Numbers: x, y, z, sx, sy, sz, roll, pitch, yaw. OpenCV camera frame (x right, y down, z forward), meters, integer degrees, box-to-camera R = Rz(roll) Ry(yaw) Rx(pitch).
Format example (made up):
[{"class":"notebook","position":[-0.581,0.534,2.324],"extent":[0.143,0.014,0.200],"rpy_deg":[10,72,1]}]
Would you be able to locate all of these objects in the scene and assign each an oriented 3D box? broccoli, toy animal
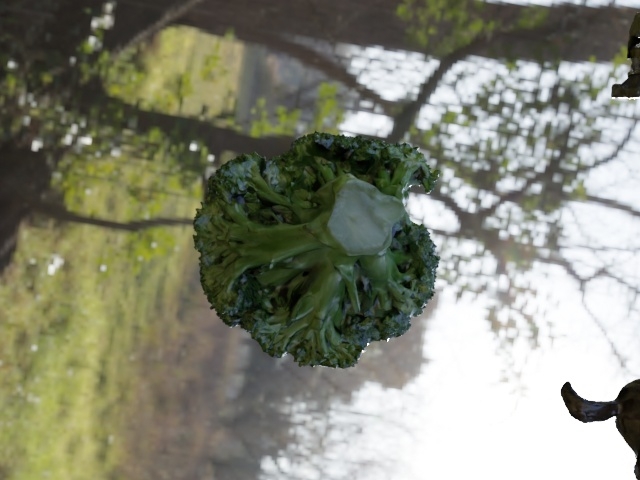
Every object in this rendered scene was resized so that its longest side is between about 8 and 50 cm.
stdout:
[{"class":"broccoli","position":[0.000,0.000,1.300],"extent":[0.241,0.269,0.261],"rpy_deg":[-15,-124,68]},{"class":"toy animal","position":[0.321,0.164,1.051],"extent":[0.148,0.232,0.084],"rpy_deg":[-123,-143,-59]}]

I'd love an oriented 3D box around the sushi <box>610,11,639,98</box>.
[{"class":"sushi","position":[0.343,-0.089,0.925],"extent":[0.139,0.291,0.131],"rpy_deg":[28,-77,66]}]
